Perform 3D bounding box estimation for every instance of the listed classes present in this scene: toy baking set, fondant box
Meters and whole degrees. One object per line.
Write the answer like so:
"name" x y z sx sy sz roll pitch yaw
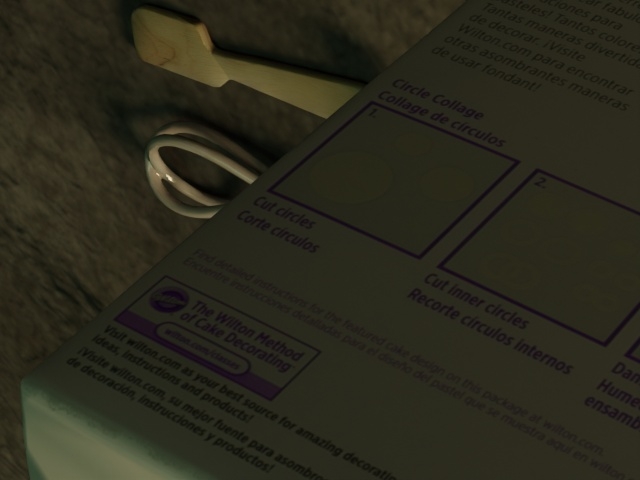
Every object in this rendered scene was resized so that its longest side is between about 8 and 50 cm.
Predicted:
"toy baking set" 0.005 0.000 0.884 0.196 0.030 0.256 -10 114 48
"fondant box" 0.114 0.026 0.556 0.238 0.330 0.096 26 138 26
